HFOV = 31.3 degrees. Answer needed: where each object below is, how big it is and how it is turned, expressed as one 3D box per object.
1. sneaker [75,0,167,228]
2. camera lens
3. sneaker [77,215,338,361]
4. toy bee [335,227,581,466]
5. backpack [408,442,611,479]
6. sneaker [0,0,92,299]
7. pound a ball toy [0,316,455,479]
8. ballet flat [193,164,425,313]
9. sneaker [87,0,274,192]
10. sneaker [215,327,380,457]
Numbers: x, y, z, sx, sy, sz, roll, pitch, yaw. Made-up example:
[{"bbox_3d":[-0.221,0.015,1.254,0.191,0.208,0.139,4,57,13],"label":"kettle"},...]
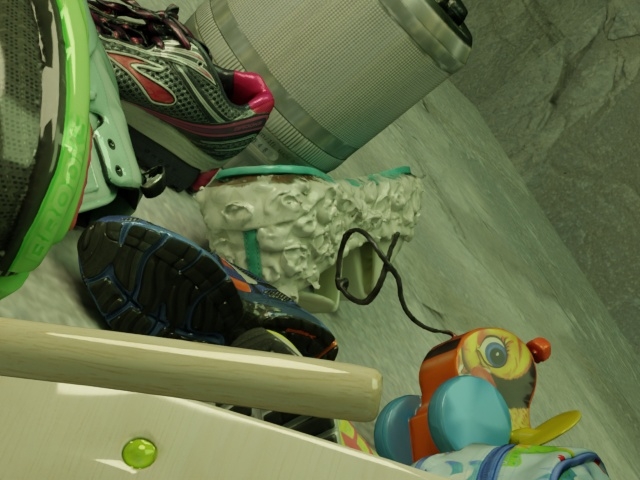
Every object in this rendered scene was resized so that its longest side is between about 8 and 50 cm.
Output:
[{"bbox_3d":[-0.171,-0.100,0.715,0.256,0.094,0.151,63,5,-66],"label":"sneaker"},{"bbox_3d":[-0.001,-0.200,1.167,0.219,0.274,0.219,47,17,-18],"label":"camera lens"},{"bbox_3d":[-0.086,0.043,0.797,0.221,0.083,0.087,37,3,-42],"label":"sneaker"},{"bbox_3d":[0.134,0.134,0.914,0.162,0.195,0.298,-6,96,-34],"label":"toy bee"},{"bbox_3d":[0.119,0.281,0.581,0.355,0.273,0.290,46,19,27],"label":"backpack"},{"bbox_3d":[-0.284,-0.152,0.538,0.483,0.185,0.202,50,27,17],"label":"sneaker"},{"bbox_3d":[-0.029,0.129,0.374,0.319,0.208,0.135,16,58,5],"label":"pound a ball toy"},{"bbox_3d":[0.000,0.000,1.067,0.147,0.147,0.409,55,19,10],"label":"ballet flat"},{"bbox_3d":[-0.162,-0.154,0.924,0.299,0.112,0.121,32,26,-48],"label":"sneaker"},{"bbox_3d":[-0.001,0.153,0.780,0.208,0.081,0.094,63,15,-1],"label":"sneaker"}]
